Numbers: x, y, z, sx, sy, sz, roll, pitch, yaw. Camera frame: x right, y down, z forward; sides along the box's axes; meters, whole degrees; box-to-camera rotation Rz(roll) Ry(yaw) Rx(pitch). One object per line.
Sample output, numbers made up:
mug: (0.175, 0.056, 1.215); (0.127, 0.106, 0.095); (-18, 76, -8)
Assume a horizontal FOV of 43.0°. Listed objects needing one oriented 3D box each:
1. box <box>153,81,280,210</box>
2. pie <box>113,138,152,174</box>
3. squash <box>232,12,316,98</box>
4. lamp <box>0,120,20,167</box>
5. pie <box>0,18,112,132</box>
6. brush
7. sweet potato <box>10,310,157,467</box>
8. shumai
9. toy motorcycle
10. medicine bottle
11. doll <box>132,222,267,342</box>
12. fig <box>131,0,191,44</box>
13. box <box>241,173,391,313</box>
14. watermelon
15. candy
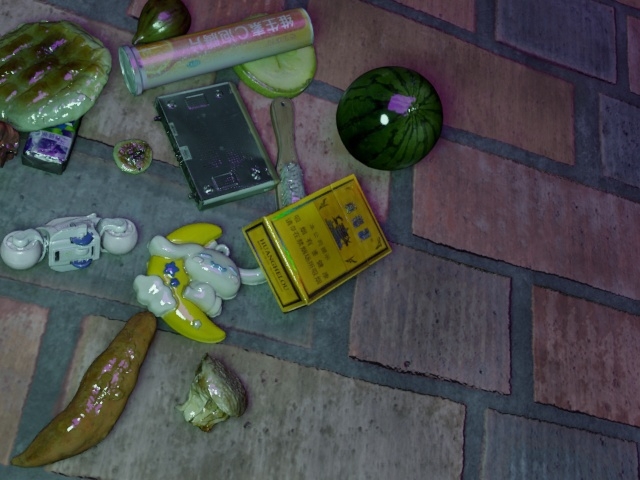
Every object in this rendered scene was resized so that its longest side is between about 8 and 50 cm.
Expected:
box: (-0.229, -0.209, 1.756); (0.210, 0.045, 0.270); (-17, 74, -26)
pie: (-0.389, -0.177, 1.691); (0.084, 0.021, 0.084); (8, 65, -19)
squash: (-0.109, -0.436, 1.913); (0.219, 0.041, 0.219); (9, 65, -19)
lamp: (-0.677, -0.209, 1.497); (0.223, 0.215, 0.151); (53, 24, -16)
pie: (-0.558, -0.333, 1.608); (0.306, 0.071, 0.307); (-1, 61, 1)
brush: (-0.069, -0.186, 1.808); (0.069, 0.065, 0.328); (2, 66, -19)
sweet potato: (-0.390, 0.278, 1.447); (0.106, 0.095, 0.355); (28, 64, 20)
shumai: (-0.211, 0.292, 1.515); (0.116, 0.145, 0.146); (-36, 83, 6)
toy motorcycle: (-0.477, -0.004, 1.545); (0.254, 0.112, 0.113); (-9, 71, -27)
medicine bottle: (-0.223, -0.426, 1.789); (0.425, 0.108, 0.108); (-21, 77, -21)
doll: (-0.231, 0.073, 1.594); (0.252, 0.111, 0.237); (30, 58, -7)
fig: (-0.360, -0.478, 1.796); (0.154, 0.103, 0.109); (-37, 48, -20)
box: (0.000, 0.000, 1.679); (0.301, 0.084, 0.193); (-29, 94, -46)
watermelon: (0.157, -0.274, 1.836); (0.242, 0.242, 0.243); (9, 65, -19)
candy: (-0.523, -0.284, 1.660); (0.088, 0.061, 0.313); (15, 63, -13)
